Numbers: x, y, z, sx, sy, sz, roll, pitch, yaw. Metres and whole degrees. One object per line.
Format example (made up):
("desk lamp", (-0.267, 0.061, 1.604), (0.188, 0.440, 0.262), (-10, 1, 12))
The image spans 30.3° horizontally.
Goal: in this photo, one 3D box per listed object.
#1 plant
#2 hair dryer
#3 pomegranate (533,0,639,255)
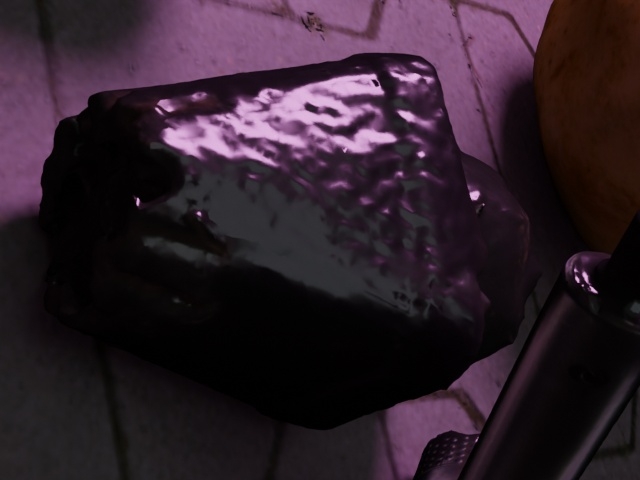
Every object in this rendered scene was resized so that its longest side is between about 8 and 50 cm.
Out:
("plant", (0.000, 0.000, 0.553), (0.256, 0.142, 0.164), (7, 64, -41))
("hair dryer", (0.038, 0.142, 0.458), (0.320, 0.155, 0.284), (-67, 161, -46))
("pomegranate", (0.317, -0.099, 0.820), (0.332, 0.332, 0.333), (24, 55, -39))
